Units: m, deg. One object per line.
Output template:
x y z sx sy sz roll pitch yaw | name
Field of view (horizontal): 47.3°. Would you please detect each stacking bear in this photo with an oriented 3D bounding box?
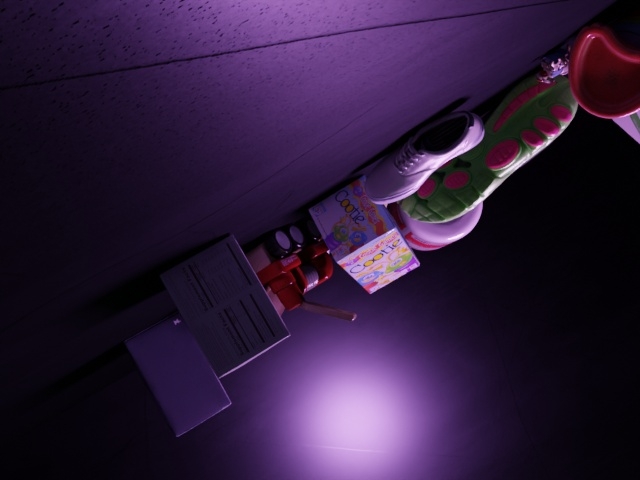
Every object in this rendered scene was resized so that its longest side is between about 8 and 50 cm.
0.601 -0.365 1.400 0.289 0.175 0.164 -43 158 -39 | stacking bear

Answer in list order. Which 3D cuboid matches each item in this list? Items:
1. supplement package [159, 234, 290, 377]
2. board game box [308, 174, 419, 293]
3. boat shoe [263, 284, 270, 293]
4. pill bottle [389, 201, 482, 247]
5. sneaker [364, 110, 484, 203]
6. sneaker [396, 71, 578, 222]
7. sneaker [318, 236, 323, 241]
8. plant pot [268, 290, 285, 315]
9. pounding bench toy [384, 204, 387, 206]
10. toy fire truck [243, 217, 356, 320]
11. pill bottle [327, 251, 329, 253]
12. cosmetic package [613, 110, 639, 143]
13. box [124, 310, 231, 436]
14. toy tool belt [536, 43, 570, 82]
-0.173 0.127 1.347 0.145 0.204 0.262 -30 176 -9 | supplement package
0.103 -0.005 1.613 0.142 0.144 0.275 -31 155 7 | board game box
-0.173 0.098 1.728 0.302 0.109 0.098 -35 179 -44 | boat shoe
0.325 -0.090 2.168 0.229 0.229 0.408 -31 176 -4 | pill bottle
0.181 -0.163 1.364 0.258 0.094 0.091 -37 156 16 | sneaker
0.374 -0.190 1.646 0.482 0.185 0.202 -32 172 30 | sneaker
0.000 0.000 1.890 0.225 0.088 0.093 -31 177 -1 | sneaker
-0.187 0.175 2.022 0.230 0.215 0.215 -44 179 -14 | plant pot
0.121 -0.109 1.738 0.052 0.083 0.065 -25 141 -45 | pounding bench toy
-0.026 0.085 1.596 0.158 0.246 0.217 -33 175 29 | toy fire truck
-0.015 0.032 2.298 0.120 0.067 0.067 -30 176 -11 | pill bottle
0.729 -0.327 1.608 0.155 0.197 0.365 -32 -162 15 | cosmetic package
-0.410 0.381 2.078 0.182 0.296 0.294 -29 175 -17 | box
0.437 -0.334 1.366 0.083 0.052 0.051 -32 146 -29 | toy tool belt
